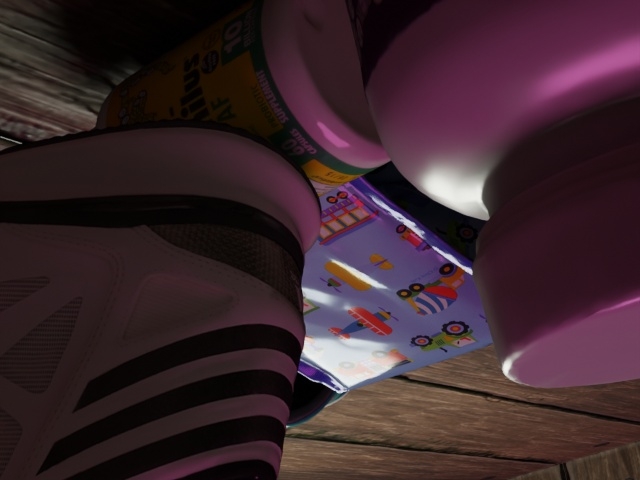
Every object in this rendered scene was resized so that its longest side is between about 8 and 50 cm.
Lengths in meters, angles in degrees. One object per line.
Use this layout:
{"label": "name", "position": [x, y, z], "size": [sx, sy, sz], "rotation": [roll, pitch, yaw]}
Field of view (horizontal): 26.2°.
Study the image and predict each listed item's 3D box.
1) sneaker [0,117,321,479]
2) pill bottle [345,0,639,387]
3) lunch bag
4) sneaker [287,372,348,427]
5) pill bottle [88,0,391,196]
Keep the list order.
{"label": "sneaker", "position": [-0.224, 0.090, 0.707], "size": [0.448, 0.257, 0.169], "rotation": [-9, 142, 16]}
{"label": "pill bottle", "position": [0.087, -0.111, 0.468], "size": [0.169, 0.301, 0.169], "rotation": [-11, 161, -4]}
{"label": "lunch bag", "position": [0.000, 0.000, 1.034], "size": [0.221, 0.138, 0.293], "rotation": [-23, 149, 36]}
{"label": "sneaker", "position": [-0.096, 0.146, 1.357], "size": [0.296, 0.123, 0.178], "rotation": [-17, 167, -9]}
{"label": "pill bottle", "position": [-0.057, -0.062, 0.805], "size": [0.208, 0.117, 0.117], "rotation": [-25, 157, 35]}
